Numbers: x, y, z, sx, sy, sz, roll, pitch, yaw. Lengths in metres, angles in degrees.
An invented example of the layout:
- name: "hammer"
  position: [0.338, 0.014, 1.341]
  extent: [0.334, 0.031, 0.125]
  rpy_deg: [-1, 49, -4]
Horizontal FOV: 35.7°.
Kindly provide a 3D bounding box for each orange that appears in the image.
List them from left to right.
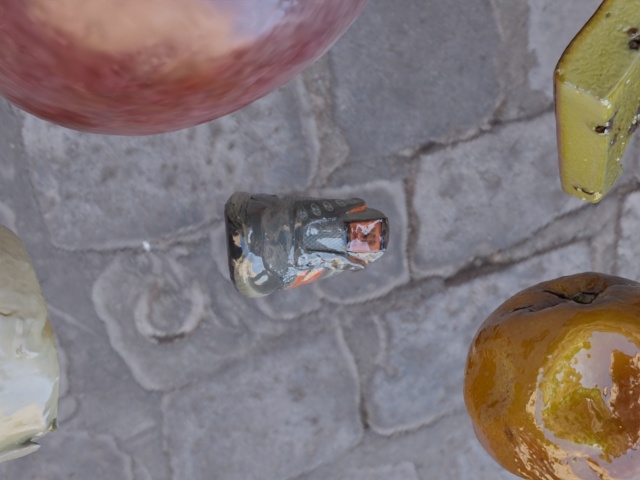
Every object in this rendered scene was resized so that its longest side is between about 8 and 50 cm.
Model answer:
- name: "orange"
  position: [0.264, 0.125, 0.976]
  extent: [0.249, 0.249, 0.183]
  rpy_deg: [-10, 104, -27]

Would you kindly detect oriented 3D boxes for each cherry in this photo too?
- name: "cherry"
  position: [-0.081, -0.166, 0.476]
  extent: [0.221, 0.307, 0.261]
  rpy_deg: [46, 48, -11]

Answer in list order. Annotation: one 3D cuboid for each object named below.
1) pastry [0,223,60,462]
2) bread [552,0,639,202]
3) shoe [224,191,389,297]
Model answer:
- name: "pastry"
  position: [-0.357, 0.099, 1.023]
  extent: [0.133, 0.265, 0.265]
  rpy_deg: [-8, 125, -32]
- name: "bread"
  position: [0.217, -0.100, 0.754]
  extent: [0.088, 0.049, 0.226]
  rpy_deg: [-56, 159, -5]
- name: "shoe"
  position: [0.000, 0.000, 1.269]
  extent: [0.336, 0.171, 0.132]
  rpy_deg: [-5, 91, -72]
